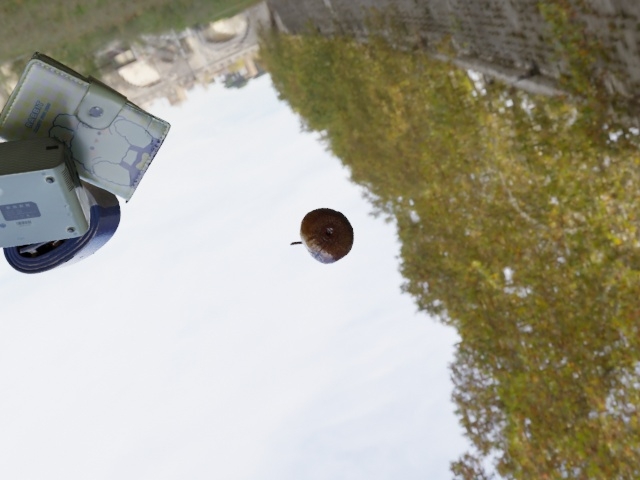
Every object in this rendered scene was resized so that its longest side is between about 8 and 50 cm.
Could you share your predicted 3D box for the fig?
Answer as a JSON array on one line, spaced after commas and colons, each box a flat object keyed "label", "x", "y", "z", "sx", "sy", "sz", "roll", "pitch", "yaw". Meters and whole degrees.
[{"label": "fig", "x": 0.000, "y": 0.000, "z": 1.905, "sx": 0.134, "sy": 0.146, "sz": 0.201, "roll": -16, "pitch": 170, "yaw": -23}]

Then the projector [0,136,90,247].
[{"label": "projector", "x": -0.603, "y": -0.088, "z": 1.441, "sx": 0.250, "sy": 0.198, "sz": 0.108, "roll": -7, "pitch": -131, "yaw": -6}]

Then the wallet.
[{"label": "wallet", "x": -0.489, "y": -0.229, "z": 1.519, "sx": 0.223, "sy": 0.309, "sz": 0.077, "roll": -53, "pitch": -152, "yaw": 19}]

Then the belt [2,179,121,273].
[{"label": "belt", "x": -0.722, "y": -0.038, "z": 2.042, "sx": 0.347, "sy": 0.212, "sz": 0.117, "roll": -29, "pitch": 176, "yaw": 19}]
